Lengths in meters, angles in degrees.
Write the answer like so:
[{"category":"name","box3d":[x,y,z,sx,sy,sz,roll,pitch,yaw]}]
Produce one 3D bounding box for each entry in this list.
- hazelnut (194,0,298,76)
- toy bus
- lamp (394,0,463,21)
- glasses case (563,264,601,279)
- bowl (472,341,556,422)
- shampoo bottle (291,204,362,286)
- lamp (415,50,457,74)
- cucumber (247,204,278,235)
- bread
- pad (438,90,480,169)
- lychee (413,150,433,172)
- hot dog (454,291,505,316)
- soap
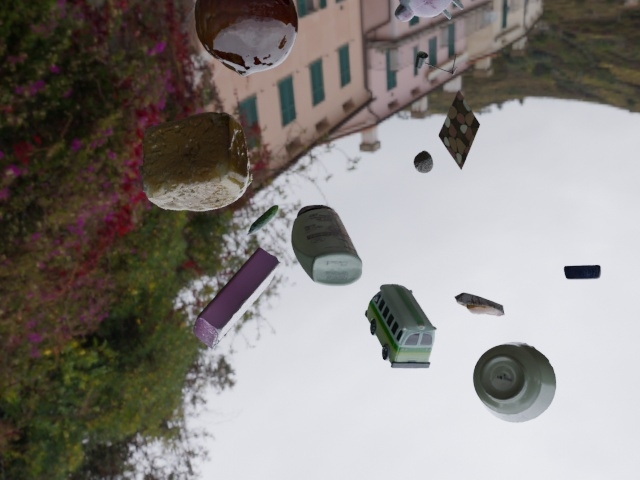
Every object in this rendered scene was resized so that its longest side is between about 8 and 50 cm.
[{"category":"hazelnut","box3d":[-0.163,-0.475,1.504,0.229,0.230,0.229,-4,-153,2]},{"category":"toy bus","box3d":[0.243,0.250,2.061,0.133,0.165,0.276,4,-151,-19]},{"category":"lamp","box3d":[0.363,-0.846,2.200,0.247,0.247,0.301,-27,-141,43]},{"category":"glasses case","box3d":[0.590,0.071,1.524,0.083,0.034,0.023,-4,180,44]},{"category":"bowl","box3d":[0.477,0.354,1.719,0.211,0.212,0.112,16,175,35]},{"category":"shampoo bottle","box3d":[0.000,0.000,1.541,0.134,0.078,0.359,-1,-160,-7]},{"category":"lamp","box3d":[0.316,-0.485,1.867,0.121,0.054,0.041,4,-128,-10]},{"category":"cucumber","box3d":[-0.193,-0.063,2.254,0.155,0.037,0.037,-41,-161,20]},{"category":"bread","box3d":[-0.281,-0.170,1.533,0.246,0.176,0.196,-10,-112,15]},{"category":"pad","box3d":[0.462,-0.366,2.245,0.003,0.158,0.235,-10,-139,44]},{"category":"lychee","box3d":[0.322,-0.243,2.112,0.067,0.068,0.083,40,-167,11]},{"category":"hot dog","box3d":[0.500,0.203,2.118,0.191,0.059,0.108,16,-177,-39]},{"category":"soap","box3d":[-0.224,0.154,1.812,0.081,0.181,0.259,38,-116,3]}]
